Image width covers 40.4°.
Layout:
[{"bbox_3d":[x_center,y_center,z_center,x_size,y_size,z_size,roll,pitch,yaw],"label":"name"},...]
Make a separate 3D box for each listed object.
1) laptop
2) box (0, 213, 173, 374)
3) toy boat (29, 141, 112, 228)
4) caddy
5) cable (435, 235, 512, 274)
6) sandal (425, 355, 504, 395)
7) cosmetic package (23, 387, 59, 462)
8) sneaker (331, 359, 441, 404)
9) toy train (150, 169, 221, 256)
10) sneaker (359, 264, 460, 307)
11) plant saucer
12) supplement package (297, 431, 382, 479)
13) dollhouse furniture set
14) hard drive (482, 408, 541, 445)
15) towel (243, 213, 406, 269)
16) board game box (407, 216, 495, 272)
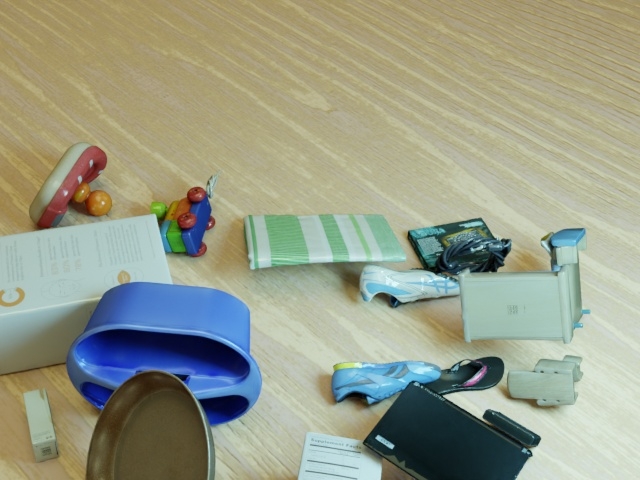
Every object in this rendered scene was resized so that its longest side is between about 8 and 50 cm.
[{"bbox_3d":[0.227,0.356,1.492,0.234,0.264,0.136,31,85,19],"label":"laptop"},{"bbox_3d":[-0.470,0.100,1.694,0.345,0.168,0.215,-9,46,-15],"label":"box"},{"bbox_3d":[-0.537,-0.109,1.953,0.151,0.151,0.231,33,43,-15],"label":"toy boat"},{"bbox_3d":[-0.270,0.216,1.542,0.341,0.241,0.179,5,37,1],"label":"caddy"},{"bbox_3d":[0.315,0.042,1.823,0.150,0.184,0.047,-8,70,-10],"label":"cable"},{"bbox_3d":[0.280,0.259,1.683,0.179,0.040,0.067,-12,45,-16],"label":"sandal"},{"bbox_3d":[-0.493,0.325,1.535,0.041,0.060,0.115,-12,47,-18],"label":"cosmetic package"},{"bbox_3d":[0.125,0.273,1.642,0.209,0.069,0.082,-2,62,-3],"label":"sneaker"},{"bbox_3d":[-0.314,-0.071,1.947,0.143,0.105,0.248,-2,42,12],"label":"toy train"},{"bbox_3d":[0.194,0.100,1.830,0.237,0.086,0.085,5,5,-15],"label":"sneaker"},{"bbox_3d":[-0.266,0.365,1.391,0.050,0.310,0.310,18,27,-46],"label":"plant saucer"},{"bbox_3d":[0.019,0.452,1.388,0.134,0.139,0.244,9,41,3],"label":"supplement package"},{"bbox_3d":[0.426,0.139,1.755,0.198,0.286,0.303,-2,12,26],"label":"dollhouse furniture set"},{"bbox_3d":[0.343,0.335,1.554,0.094,0.135,0.022,29,88,23],"label":"hard drive"},{"bbox_3d":[0.000,0.000,1.882,0.325,0.038,0.248,-1,23,-8],"label":"towel"},{"bbox_3d":[0.303,0.011,1.957,0.186,0.026,0.126,-10,45,-14],"label":"board game box"}]
